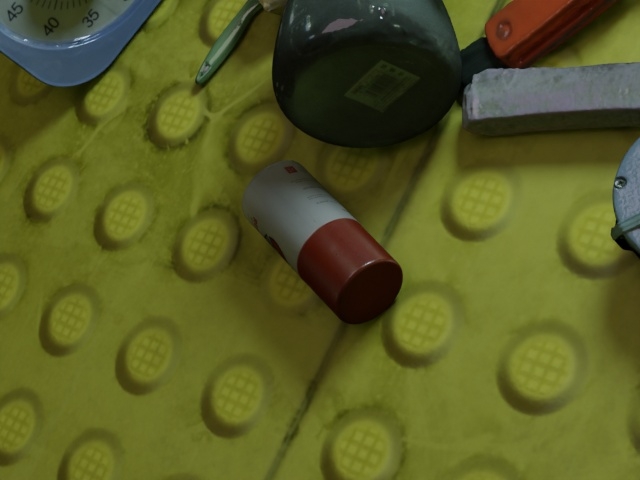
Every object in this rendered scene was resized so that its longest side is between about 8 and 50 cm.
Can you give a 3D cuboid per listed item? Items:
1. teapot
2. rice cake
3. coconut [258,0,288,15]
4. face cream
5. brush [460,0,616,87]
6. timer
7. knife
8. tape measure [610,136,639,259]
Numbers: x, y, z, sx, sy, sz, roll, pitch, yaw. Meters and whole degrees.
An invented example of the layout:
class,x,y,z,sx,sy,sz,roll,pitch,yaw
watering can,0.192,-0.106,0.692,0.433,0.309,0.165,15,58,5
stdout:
class,x,y,z,sx,sy,sz,roll,pitch,yaw
teapot,0.054,-0.304,1.612,0.223,0.305,0.285,1,53,-5
rice cake,0.322,-0.159,1.495,0.365,0.056,0.072,0,67,33
coconut,-0.041,-0.353,1.806,0.110,0.110,0.124,13,67,37
face cream,0.000,0.000,1.598,0.096,0.096,0.214,-47,51,4
brush,0.290,-0.280,1.570,0.323,0.051,0.070,-36,45,27
timer,-0.373,-0.432,1.887,0.395,0.395,0.173,-51,46,1
knife,-0.085,-0.335,1.879,0.043,0.020,0.293,29,83,42
tape measure,0.385,-0.038,1.361,0.182,0.107,0.181,-49,57,6
